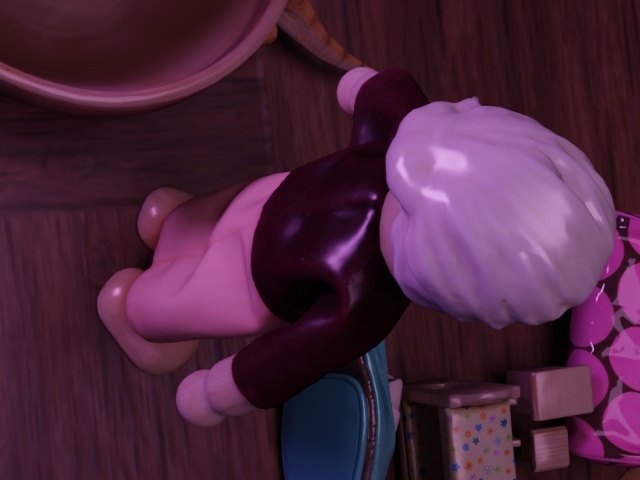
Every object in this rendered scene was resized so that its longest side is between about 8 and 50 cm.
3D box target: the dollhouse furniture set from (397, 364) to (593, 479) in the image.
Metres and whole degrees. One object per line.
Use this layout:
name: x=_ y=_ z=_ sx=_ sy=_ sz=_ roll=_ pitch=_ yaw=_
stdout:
dollhouse furniture set: x=0.146 y=0.190 z=0.684 sx=0.160 sy=0.101 sz=0.182 roll=-4 pitch=88 yaw=-25

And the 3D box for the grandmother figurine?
grandmother figurine: x=0.000 y=0.000 z=0.474 sx=0.104 sy=0.342 sz=0.208 roll=23 pitch=74 yaw=-29

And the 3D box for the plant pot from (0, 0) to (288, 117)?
plant pot: x=-0.139 y=-0.179 z=0.533 sx=0.237 sy=0.109 sz=0.237 roll=3 pitch=83 yaw=-27

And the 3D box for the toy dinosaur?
toy dinosaur: x=-0.031 y=-0.165 z=0.636 sx=0.112 sy=0.064 sz=0.211 roll=-48 pitch=111 yaw=-28

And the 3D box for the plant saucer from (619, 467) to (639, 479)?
plant saucer: x=0.292 y=0.240 z=0.838 sx=0.083 sy=0.015 sz=0.083 roll=3 pitch=85 yaw=-33

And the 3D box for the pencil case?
pencil case: x=0.255 y=0.081 z=0.781 sx=0.095 sy=0.098 sz=0.209 roll=34 pitch=63 yaw=-73

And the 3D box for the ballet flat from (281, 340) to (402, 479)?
ballet flat: x=0.020 y=0.079 z=0.641 sx=0.087 sy=0.083 sz=0.247 roll=-6 pitch=91 yaw=-47
